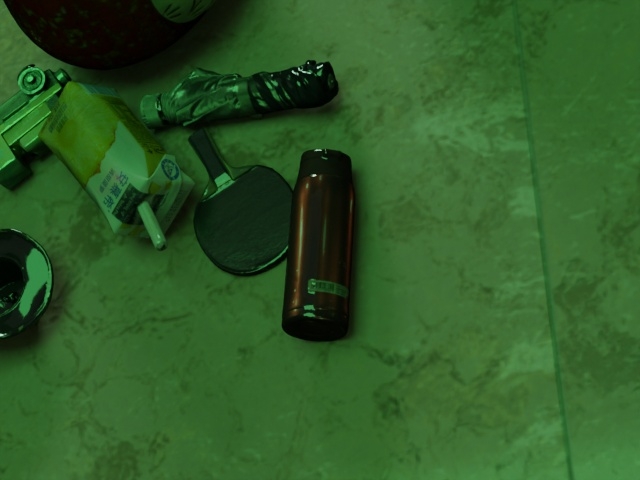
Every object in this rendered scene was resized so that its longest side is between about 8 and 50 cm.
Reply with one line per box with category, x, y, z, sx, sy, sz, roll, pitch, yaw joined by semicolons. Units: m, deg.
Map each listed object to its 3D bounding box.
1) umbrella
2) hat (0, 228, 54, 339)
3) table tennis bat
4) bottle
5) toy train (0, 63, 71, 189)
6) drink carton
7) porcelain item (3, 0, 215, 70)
umbrella;-0.074;-0.132;1.607;0.188;0.046;0.050;-8;60;25
hat;-0.290;0.050;1.606;0.121;0.050;0.121;-8;62;14
table tennis bat;-0.076;-0.037;1.579;0.095;0.014;0.158;-34;60;6
bottle;0.000;0.000;1.506;0.060;0.060;0.164;-6;64;21
toy train;-0.278;-0.108;1.678;0.122;0.050;0.081;-36;62;3
drink carton;-0.168;-0.056;1.586;0.200;0.074;0.084;49;115;32
porcelain item;-0.204;-0.288;1.626;0.253;0.253;0.253;-9;63;19
